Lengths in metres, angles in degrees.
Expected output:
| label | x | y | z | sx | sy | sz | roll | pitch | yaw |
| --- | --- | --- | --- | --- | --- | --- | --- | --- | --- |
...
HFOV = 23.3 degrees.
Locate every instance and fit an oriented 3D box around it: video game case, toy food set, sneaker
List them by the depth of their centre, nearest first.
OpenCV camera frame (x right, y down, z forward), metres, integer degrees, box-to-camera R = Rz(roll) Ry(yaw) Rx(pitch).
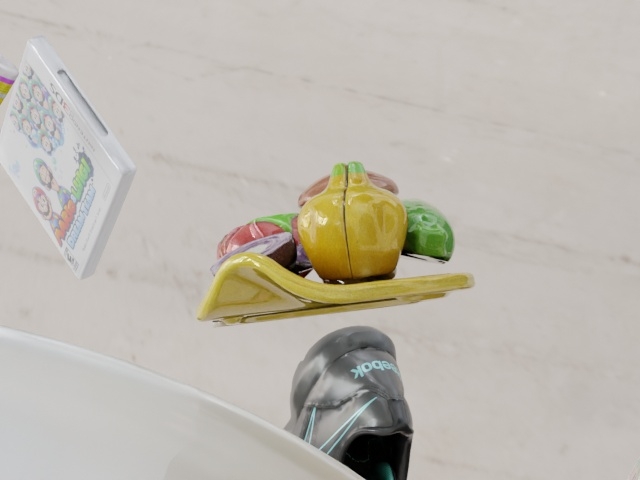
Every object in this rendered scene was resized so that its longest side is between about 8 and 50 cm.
| label | x | y | z | sx | sy | sz | roll | pitch | yaw |
| --- | --- | --- | --- | --- | --- | --- | --- | --- | --- |
| toy food set | 0.000 | 0.000 | 0.746 | 0.128 | 0.218 | 0.071 | -7 | 87 | -5 |
| sneaker | 0.002 | 0.196 | 1.201 | 0.101 | 0.106 | 0.267 | -2 | 126 | -28 |
| video game case | -0.210 | -0.065 | 1.260 | 0.019 | 0.157 | 0.143 | -25 | 69 | -34 |

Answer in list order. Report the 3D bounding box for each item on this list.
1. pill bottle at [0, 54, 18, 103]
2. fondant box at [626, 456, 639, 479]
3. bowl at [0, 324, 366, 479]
| label | x | y | z | sx | sy | sz | roll | pitch | yaw |
| --- | --- | --- | --- | --- | --- | --- | --- | --- | --- |
| pill bottle | -0.262 | -0.102 | 1.148 | 0.043 | 0.043 | 0.083 | 32 | 99 | -10 |
| fondant box | 0.220 | 0.329 | 1.151 | 0.096 | 0.330 | 0.238 | 22 | 138 | 8 |
| bowl | -0.103 | 0.157 | 0.549 | 0.297 | 0.298 | 0.134 | 24 | 58 | -10 |
